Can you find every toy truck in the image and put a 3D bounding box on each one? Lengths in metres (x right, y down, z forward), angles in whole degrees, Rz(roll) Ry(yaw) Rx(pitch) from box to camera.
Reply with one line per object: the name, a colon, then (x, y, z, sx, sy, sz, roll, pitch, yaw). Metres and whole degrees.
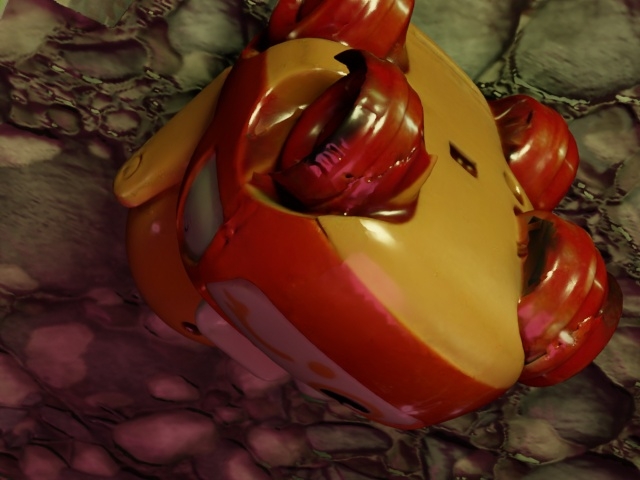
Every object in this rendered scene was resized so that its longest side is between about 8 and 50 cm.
toy truck: (0.000, 0.000, 0.941, 0.239, 0.265, 0.189, -40, 117, 22)

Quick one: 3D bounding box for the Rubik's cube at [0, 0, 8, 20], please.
Rubik's cube: (-0.211, -0.236, 0.656, 0.368, 0.358, 0.387, -43, 106, -14)

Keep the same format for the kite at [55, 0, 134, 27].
kite: (-0.201, -0.222, 0.916, 0.310, 0.015, 0.169, 22, 131, -17)
